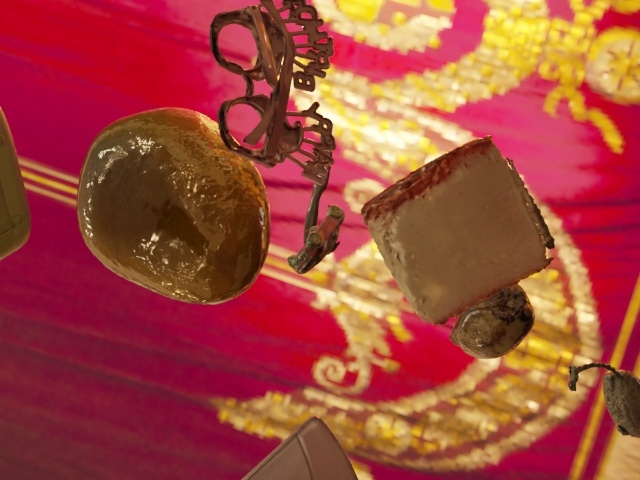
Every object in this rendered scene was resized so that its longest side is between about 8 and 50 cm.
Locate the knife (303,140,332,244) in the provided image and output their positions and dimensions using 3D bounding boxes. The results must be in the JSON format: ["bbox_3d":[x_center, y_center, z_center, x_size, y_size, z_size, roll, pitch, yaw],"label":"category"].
[{"bbox_3d":[-0.003,-0.105,2.474,0.018,0.035,0.247,24,-108,-44],"label":"knife"}]

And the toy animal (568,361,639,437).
[{"bbox_3d":[0.437,0.223,1.822,0.253,0.070,0.079,40,-152,-43],"label":"toy animal"}]

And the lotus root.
[{"bbox_3d":[0.293,0.141,2.153,0.138,0.138,0.214,-65,9,-23],"label":"lotus root"}]

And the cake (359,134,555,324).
[{"bbox_3d":[0.134,0.003,1.372,0.159,0.158,0.262,-27,-4,-7],"label":"cake"}]

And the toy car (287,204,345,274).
[{"bbox_3d":[0.000,0.000,1.896,0.069,0.055,0.142,-50,3,40],"label":"toy car"}]

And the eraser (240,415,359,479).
[{"bbox_3d":[-0.012,0.388,1.644,0.204,0.243,0.059,-40,10,-16],"label":"eraser"}]

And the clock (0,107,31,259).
[{"bbox_3d":[-0.465,-0.115,1.422,0.096,0.308,0.235,-37,-40,-32],"label":"clock"}]

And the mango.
[{"bbox_3d":[-0.199,-0.043,1.690,0.182,0.365,0.253,27,-79,-42],"label":"mango"}]

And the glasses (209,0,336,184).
[{"bbox_3d":[-0.036,-0.195,1.453,0.162,0.095,0.256,4,-103,-38],"label":"glasses"}]
